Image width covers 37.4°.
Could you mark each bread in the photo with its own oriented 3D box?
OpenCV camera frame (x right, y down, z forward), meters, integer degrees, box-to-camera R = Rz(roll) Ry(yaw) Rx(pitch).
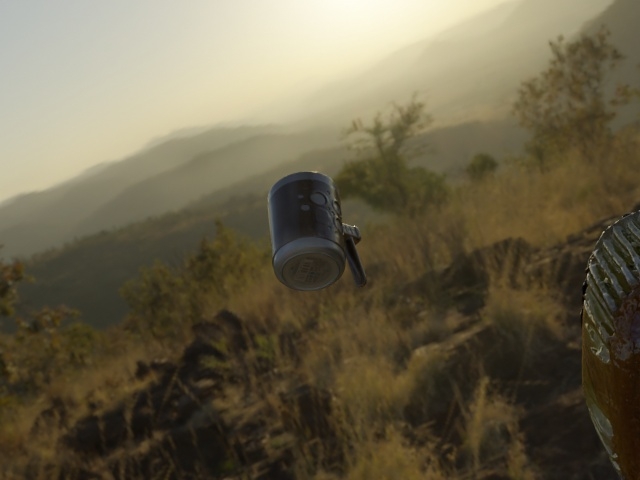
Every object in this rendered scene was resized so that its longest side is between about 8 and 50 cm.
[{"bbox_3d":[0.244,0.082,0.619,0.132,0.190,0.114,-9,23,3],"label":"bread"}]

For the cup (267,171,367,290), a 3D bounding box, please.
[{"bbox_3d":[-0.008,0.002,0.923,0.074,0.102,0.099,-19,46,15],"label":"cup"}]
